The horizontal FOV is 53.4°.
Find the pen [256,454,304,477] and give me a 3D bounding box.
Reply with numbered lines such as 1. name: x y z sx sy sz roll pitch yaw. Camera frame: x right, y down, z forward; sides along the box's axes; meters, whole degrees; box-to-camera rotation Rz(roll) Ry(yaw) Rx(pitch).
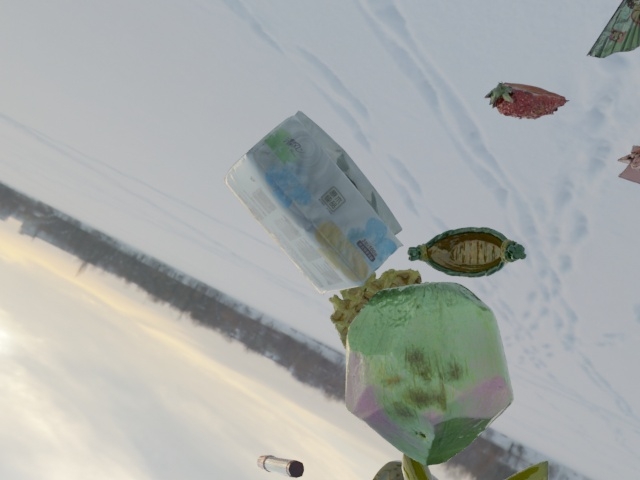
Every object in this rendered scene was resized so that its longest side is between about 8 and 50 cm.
1. pen: -0.069 0.367 1.037 0.028 0.028 0.239 28 158 -8

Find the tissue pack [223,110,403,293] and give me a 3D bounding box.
1. tissue pack: -0.001 -0.056 0.892 0.229 0.145 0.159 50 159 -6

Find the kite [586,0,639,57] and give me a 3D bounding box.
1. kite: 0.774 -0.502 1.471 0.322 0.268 0.013 -5 -171 45

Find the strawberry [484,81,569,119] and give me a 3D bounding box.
1. strawberry: 0.655 -0.439 2.024 0.228 0.098 0.174 1 -154 -20

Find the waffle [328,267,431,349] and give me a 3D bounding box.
1. waffle: 0.183 0.203 1.667 0.301 0.068 0.325 -18 126 15

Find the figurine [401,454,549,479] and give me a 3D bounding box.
1. figurine: 0.244 0.437 0.843 0.218 0.169 0.327 -23 100 41

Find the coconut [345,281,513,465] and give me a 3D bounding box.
1. coconut: 0.137 0.174 0.839 0.235 0.236 0.204 26 169 7

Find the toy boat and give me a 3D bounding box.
1. toy boat: 0.256 0.020 1.088 0.088 0.089 0.229 2 176 -44

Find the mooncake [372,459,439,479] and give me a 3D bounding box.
1. mooncake: 0.224 0.697 1.680 0.234 0.235 0.117 22 178 29

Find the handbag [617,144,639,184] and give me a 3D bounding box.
1. handbag: 0.670 -0.158 1.158 0.157 0.059 0.212 14 160 -9
